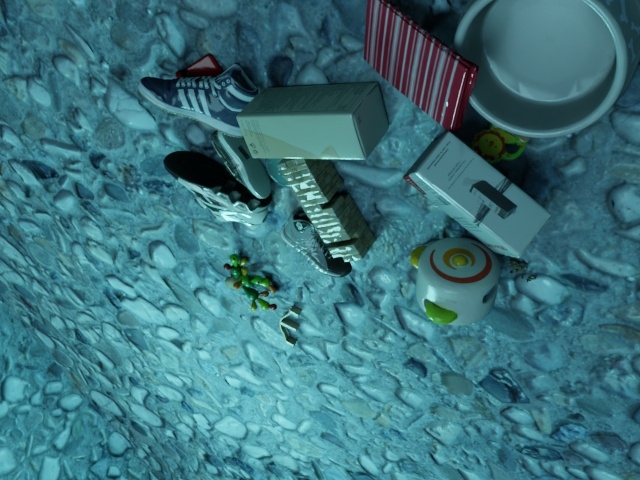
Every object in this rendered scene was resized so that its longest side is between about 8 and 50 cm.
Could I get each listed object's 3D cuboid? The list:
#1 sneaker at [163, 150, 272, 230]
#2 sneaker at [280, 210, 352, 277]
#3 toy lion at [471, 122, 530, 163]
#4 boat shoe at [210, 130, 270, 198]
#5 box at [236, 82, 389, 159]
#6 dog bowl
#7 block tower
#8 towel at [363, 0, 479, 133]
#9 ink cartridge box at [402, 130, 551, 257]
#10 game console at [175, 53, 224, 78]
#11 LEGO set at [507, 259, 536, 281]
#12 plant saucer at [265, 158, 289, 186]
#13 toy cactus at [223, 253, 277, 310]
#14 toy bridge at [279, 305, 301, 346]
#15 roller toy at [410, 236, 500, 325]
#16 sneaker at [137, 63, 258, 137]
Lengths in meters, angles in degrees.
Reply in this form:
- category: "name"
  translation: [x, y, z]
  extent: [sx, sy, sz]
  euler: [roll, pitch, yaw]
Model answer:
- category: "sneaker"
  translation: [-0.300, -0.127, 1.948]
  extent: [0.331, 0.122, 0.146]
  euler: [30, 137, 9]
- category: "sneaker"
  translation: [0.000, 0.000, 1.889]
  extent: [0.229, 0.086, 0.132]
  euler: [33, 137, 5]
- category: "toy lion"
  translation: [0.365, -0.197, 1.432]
  extent: [0.100, 0.096, 0.034]
  euler: [30, 172, 7]
- category: "boat shoe"
  translation: [-0.211, -0.204, 1.856]
  extent: [0.070, 0.078, 0.219]
  euler: [-19, 107, 44]
- category: "box"
  translation: [-0.018, -0.272, 1.597]
  extent: [0.311, 0.148, 0.121]
  euler: [6, 132, 32]
- category: "dog bowl"
  translation: [0.401, -0.341, 1.269]
  extent: [0.349, 0.102, 0.348]
  euler: [20, 137, 20]
- category: "block tower"
  translation: [0.015, -0.100, 1.775]
  extent: [0.091, 0.097, 0.335]
  euler: [-10, 120, 40]
- category: "towel"
  translation: [0.188, -0.348, 1.372]
  extent: [0.275, 0.031, 0.199]
  euler: [46, 160, 22]
- category: "ink cartridge box"
  translation: [0.324, -0.094, 1.475]
  extent: [0.273, 0.114, 0.197]
  euler: [39, -179, -2]
- category: "game console"
  translation: [-0.286, -0.389, 1.775]
  extent: [0.144, 0.085, 0.124]
  euler: [57, 167, -21]
- category: "LEGO set"
  translation: [0.479, 0.067, 1.666]
  extent: [0.054, 0.023, 0.083]
  euler: [-10, 135, 43]
- category: "plant saucer"
  translation: [-0.099, -0.184, 1.831]
  extent: [0.119, 0.021, 0.119]
  euler: [19, 136, 19]
- category: "toy cactus"
  translation: [-0.241, 0.140, 2.191]
  extent: [0.181, 0.112, 0.219]
  euler: [-5, 134, 50]
- category: "toy bridge"
  translation: [-0.101, 0.271, 2.261]
  extent: [0.063, 0.026, 0.188]
  euler: [25, 138, 15]
- category: "roller toy"
  translation: [0.326, 0.089, 1.663]
  extent: [0.191, 0.209, 0.146]
  euler: [-9, 133, -7]
- category: "sneaker"
  translation: [-0.286, -0.369, 1.677]
  extent: [0.282, 0.099, 0.153]
  euler: [21, 125, -12]
